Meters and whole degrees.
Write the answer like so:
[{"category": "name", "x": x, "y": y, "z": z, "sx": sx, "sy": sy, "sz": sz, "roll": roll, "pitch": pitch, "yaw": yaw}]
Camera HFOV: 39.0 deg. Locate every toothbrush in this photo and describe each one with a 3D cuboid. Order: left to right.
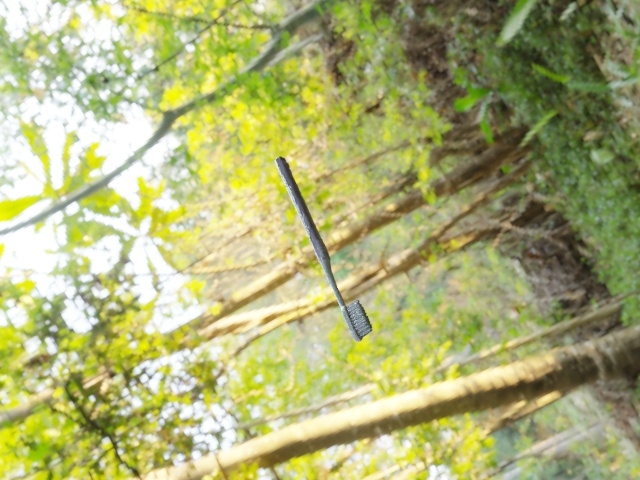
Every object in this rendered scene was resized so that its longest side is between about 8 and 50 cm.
[{"category": "toothbrush", "x": 0.000, "y": 0.000, "z": 1.302, "sx": 0.024, "sy": 0.029, "sz": 0.354, "roll": 40, "pitch": -161, "yaw": -50}]
